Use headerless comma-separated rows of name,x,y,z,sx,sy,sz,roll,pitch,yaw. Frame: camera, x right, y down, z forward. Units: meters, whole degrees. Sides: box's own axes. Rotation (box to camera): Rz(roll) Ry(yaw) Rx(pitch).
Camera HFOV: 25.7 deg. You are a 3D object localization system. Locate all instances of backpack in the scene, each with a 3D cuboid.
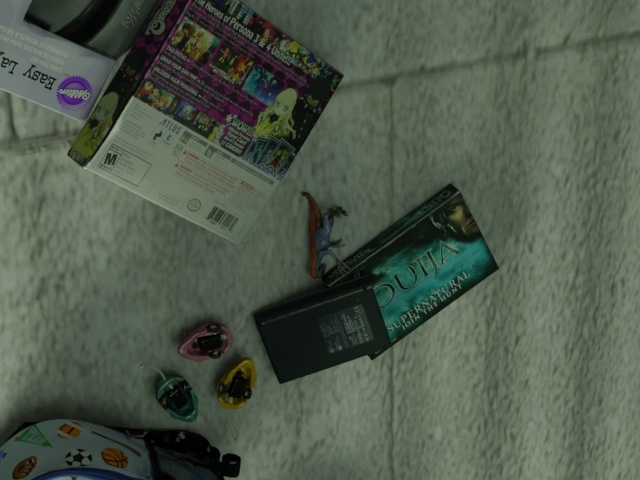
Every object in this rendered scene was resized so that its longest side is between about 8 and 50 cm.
backpack,-0.244,0.320,1.460,0.263,0.213,0.277,29,101,-23

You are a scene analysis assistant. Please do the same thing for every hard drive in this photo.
hard drive,0.003,0.100,1.556,0.135,0.022,0.094,-19,123,1

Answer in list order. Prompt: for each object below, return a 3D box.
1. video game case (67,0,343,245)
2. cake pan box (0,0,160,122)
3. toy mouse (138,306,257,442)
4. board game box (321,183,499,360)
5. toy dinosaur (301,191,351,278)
video game case,-0.105,-0.124,1.366,0.232,0.042,0.210,27,96,-49
cake pan box,-0.269,-0.259,1.247,0.266,0.070,0.246,23,104,-34
toy mouse,-0.136,0.139,1.521,0.143,0.031,0.161,8,109,-30
board game box,0.103,0.037,1.596,0.186,0.026,0.126,-36,124,-7
toy dinosaur,0.000,0.000,1.533,0.090,0.047,0.082,34,107,-1
